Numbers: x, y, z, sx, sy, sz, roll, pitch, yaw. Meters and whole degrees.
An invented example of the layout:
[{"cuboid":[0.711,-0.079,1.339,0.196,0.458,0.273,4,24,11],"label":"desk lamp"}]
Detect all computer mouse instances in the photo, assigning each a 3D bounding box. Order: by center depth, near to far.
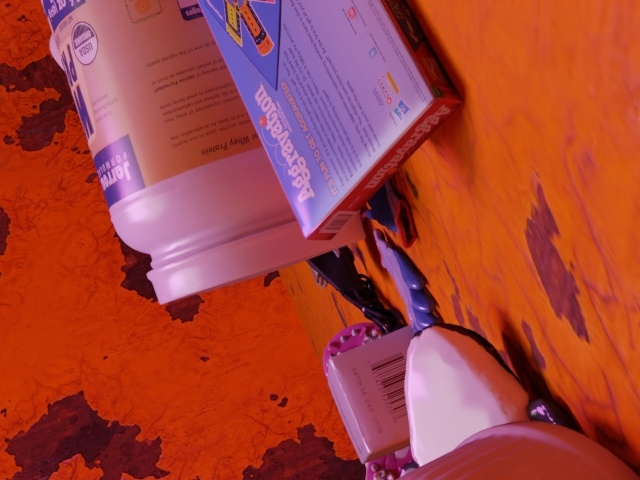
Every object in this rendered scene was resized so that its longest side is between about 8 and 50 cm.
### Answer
[{"cuboid":[0.000,0.000,1.220,0.262,0.060,0.184,44,179,-19],"label":"computer mouse"}]

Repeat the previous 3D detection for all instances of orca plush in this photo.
[{"cuboid":[0.157,0.183,0.719,0.287,0.102,0.151,52,121,33],"label":"orca plush"}]

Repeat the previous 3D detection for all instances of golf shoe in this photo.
[{"cuboid":[0.101,0.248,1.268,0.140,0.115,0.306,56,-165,-64],"label":"golf shoe"}]

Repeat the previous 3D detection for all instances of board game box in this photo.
[{"cuboid":[-0.015,-0.155,0.724,0.145,0.027,0.281,-46,57,37],"label":"board game box"}]

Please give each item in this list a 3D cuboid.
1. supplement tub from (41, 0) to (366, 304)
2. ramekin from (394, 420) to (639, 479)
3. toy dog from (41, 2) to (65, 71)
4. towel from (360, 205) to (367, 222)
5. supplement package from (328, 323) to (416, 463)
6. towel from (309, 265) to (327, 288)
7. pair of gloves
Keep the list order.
[{"cuboid":[-0.098,-0.121,0.943,0.228,0.228,0.316,145,107,-84],"label":"supplement tub"},{"cuboid":[0.102,0.213,0.596,0.207,0.109,0.207,16,110,51],"label":"ramekin"},{"cuboid":[-0.265,-0.341,1.518,0.408,0.284,0.395,88,159,-68],"label":"toy dog"},{"cuboid":[-0.018,-0.135,1.229,0.199,0.031,0.275,107,140,-82],"label":"towel"},{"cuboid":[0.074,0.164,1.120,0.179,0.105,0.105,88,158,-74],"label":"supplement package"},{"cuboid":[-0.012,0.013,1.731,0.148,0.027,0.110,83,165,-73],"label":"towel"},{"cuboid":[0.067,0.004,1.003,0.159,0.023,0.198,-122,12,-60],"label":"pair of gloves"}]
